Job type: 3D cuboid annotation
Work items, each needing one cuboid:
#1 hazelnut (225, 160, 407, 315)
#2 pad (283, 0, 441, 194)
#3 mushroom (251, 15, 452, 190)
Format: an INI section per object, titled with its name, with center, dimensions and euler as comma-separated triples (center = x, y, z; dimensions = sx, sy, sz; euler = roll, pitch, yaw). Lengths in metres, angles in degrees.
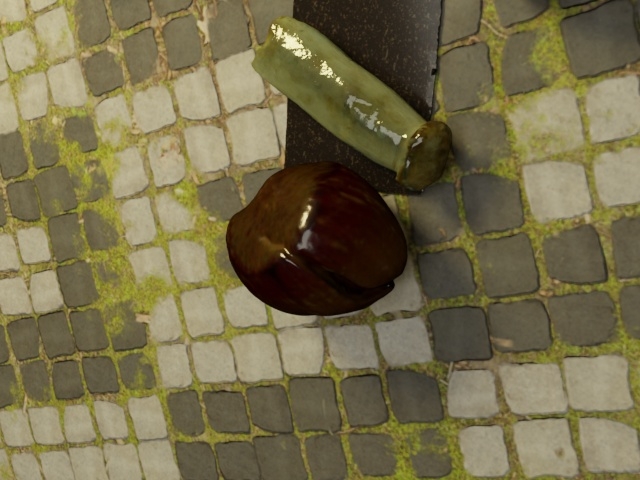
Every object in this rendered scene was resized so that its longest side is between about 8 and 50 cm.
[hazelnut]
center = 0.000, 0.000, 1.024
dimensions = 0.234, 0.218, 0.218
euler = -5, 97, 46
[pad]
center = 0.053, -0.236, 1.048
dimensions = 0.220, 0.004, 0.330
euler = 10, 103, 25
[mushroom]
center = 0.042, -0.184, 1.017
dimensions = 0.312, 0.081, 0.100
euler = 40, 111, 20
